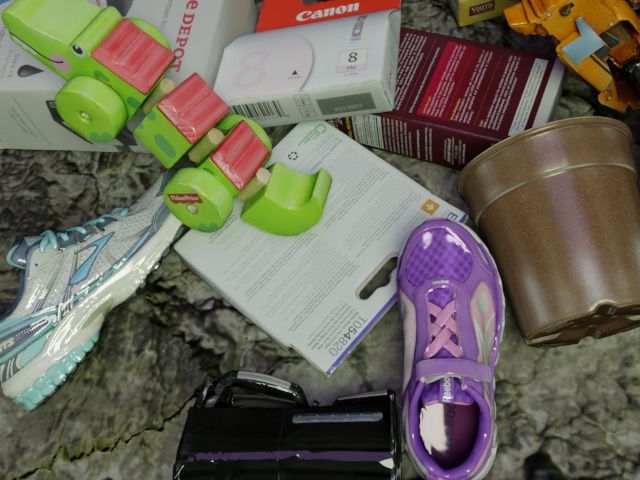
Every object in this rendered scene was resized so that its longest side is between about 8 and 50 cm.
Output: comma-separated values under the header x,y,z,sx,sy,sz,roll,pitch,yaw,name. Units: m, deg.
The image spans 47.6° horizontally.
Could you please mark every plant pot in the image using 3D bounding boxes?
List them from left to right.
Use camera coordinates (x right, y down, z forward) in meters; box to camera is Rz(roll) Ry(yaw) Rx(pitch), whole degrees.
x,y,z,sx,sy,sz,roll,pitch,yaw,name
0.226,0.002,0.660,0.167,0.167,0.165,-13,69,3,plant pot

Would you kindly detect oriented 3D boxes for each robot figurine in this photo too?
x,y,z,sx,sy,sz,roll,pitch,yaw,name
0.273,-0.225,0.728,0.085,0.291,0.211,-31,58,34,robot figurine

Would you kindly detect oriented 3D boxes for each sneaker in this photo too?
x,y,z,sx,sy,sz,roll,pitch,yaw,name
-0.237,0.022,0.719,0.122,0.110,0.283,40,69,-14,sneaker
0.107,0.097,0.605,0.095,0.104,0.236,-3,85,14,sneaker

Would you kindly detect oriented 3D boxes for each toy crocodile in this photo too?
x,y,z,sx,sy,sz,roll,pitch,yaw,name
-0.139,-0.120,0.688,0.340,0.105,0.115,41,53,-13,toy crocodile

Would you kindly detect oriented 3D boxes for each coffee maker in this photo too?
x,y,z,sx,sy,sz,roll,pitch,yaw,name
-0.021,0.199,0.598,0.178,0.120,0.171,-1,48,7,coffee maker

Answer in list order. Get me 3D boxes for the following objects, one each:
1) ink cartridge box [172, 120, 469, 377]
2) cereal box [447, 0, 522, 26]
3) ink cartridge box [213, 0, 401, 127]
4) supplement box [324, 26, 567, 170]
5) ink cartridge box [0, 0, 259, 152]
x,y,z,sx,sy,sz,roll,pitch,yaw,name
0.000,0.000,0.755,0.224,0.045,0.223,37,74,24,ink cartridge box
0.222,-0.393,0.933,0.173,0.047,0.240,-15,60,1,cereal box
-0.008,-0.231,0.806,0.189,0.066,0.232,-4,60,19,ink cartridge box
0.134,-0.156,0.802,0.239,0.073,0.130,18,65,18,supplement box
-0.248,-0.231,0.876,0.307,0.129,0.223,3,62,11,ink cartridge box
